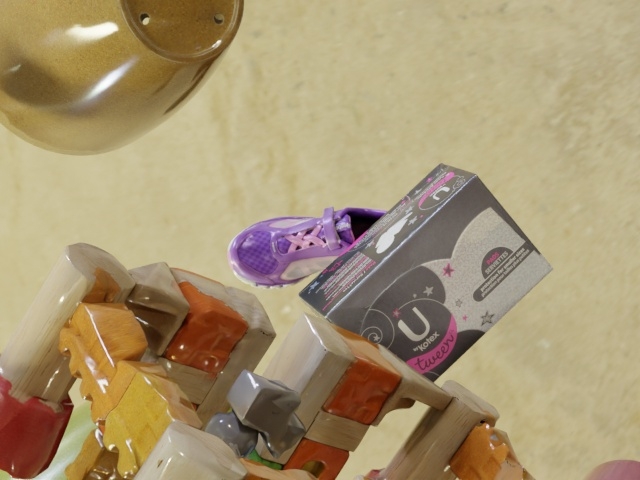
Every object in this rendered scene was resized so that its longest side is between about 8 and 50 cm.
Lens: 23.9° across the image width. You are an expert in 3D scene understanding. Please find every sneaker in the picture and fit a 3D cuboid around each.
[{"bbox_3d":[0.000,0.000,1.927,0.236,0.104,0.095,-6,75,-11],"label":"sneaker"}]

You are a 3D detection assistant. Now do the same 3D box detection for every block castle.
[{"bbox_3d":[-0.027,0.205,1.071,0.212,0.453,0.303,-57,38,14],"label":"block castle"}]

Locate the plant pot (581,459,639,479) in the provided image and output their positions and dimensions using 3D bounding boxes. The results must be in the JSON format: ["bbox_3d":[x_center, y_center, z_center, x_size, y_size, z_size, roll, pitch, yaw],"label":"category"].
[{"bbox_3d":[0.342,0.353,1.734,0.201,0.180,0.201,10,120,18],"label":"plant pot"}]

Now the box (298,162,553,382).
[{"bbox_3d":[0.126,0.052,1.823,0.247,0.142,0.163,-42,106,-3],"label":"box"}]

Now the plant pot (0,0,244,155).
[{"bbox_3d":[-0.177,-0.201,1.377,0.254,0.237,0.237,0,105,60],"label":"plant pot"}]

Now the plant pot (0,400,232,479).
[{"bbox_3d":[-0.195,0.263,1.470,0.275,0.275,0.293,40,79,12],"label":"plant pot"}]
